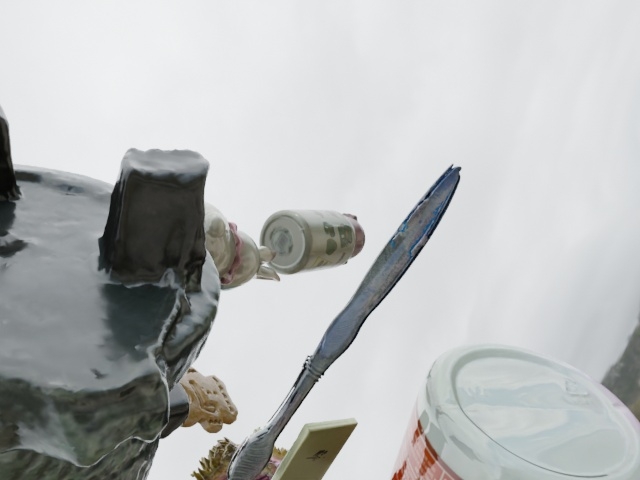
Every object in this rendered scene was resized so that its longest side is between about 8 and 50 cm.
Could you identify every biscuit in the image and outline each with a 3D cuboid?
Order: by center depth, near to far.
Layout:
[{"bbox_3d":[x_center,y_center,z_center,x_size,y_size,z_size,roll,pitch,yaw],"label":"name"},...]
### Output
[{"bbox_3d":[-0.213,0.262,1.090,0.027,0.133,0.184,-46,-46,17],"label":"biscuit"}]

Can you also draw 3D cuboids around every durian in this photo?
[{"bbox_3d":[-0.145,0.457,1.245,0.191,0.112,0.341,-42,-38,10],"label":"durian"}]

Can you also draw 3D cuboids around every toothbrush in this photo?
[{"bbox_3d":[0.025,0.090,0.680,0.413,0.035,0.042,-54,10,1],"label":"toothbrush"}]

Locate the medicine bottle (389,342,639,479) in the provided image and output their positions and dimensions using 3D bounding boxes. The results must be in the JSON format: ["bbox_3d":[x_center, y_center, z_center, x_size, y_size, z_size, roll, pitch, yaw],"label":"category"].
[{"bbox_3d":[0.209,0.278,0.736,0.252,0.252,0.241,-24,-46,-52],"label":"medicine bottle"}]

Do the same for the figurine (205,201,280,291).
[{"bbox_3d":[-0.167,0.030,1.007,0.155,0.127,0.235,-31,-28,11],"label":"figurine"}]

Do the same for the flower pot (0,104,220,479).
[{"bbox_3d":[-0.204,0.065,0.439,0.299,0.299,0.283,-21,-47,-54],"label":"flower pot"}]

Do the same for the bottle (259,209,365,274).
[{"bbox_3d":[0.000,0.000,1.245,0.253,0.120,0.121,-2,-66,-58],"label":"bottle"}]

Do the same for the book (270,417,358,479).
[{"bbox_3d":[-0.012,0.238,0.709,0.077,0.014,0.111,8,-62,-46],"label":"book"}]
